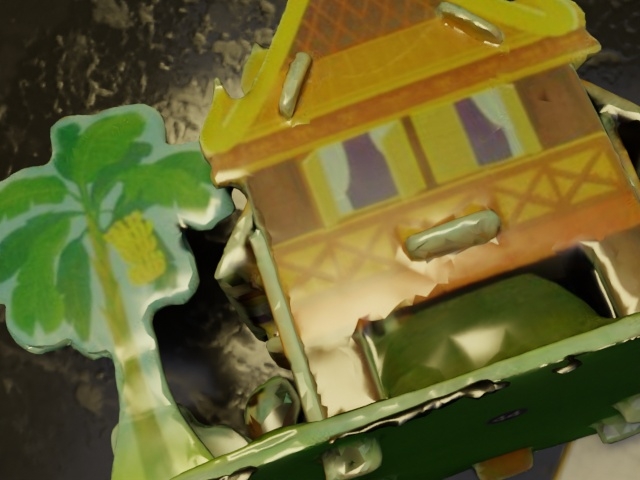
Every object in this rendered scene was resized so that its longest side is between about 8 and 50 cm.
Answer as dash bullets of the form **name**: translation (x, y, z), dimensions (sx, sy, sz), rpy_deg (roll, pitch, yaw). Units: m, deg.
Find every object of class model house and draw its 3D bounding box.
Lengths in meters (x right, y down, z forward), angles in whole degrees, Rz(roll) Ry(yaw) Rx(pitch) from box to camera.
- **model house**: translation (0.000, 0.000, 0.612), dimensions (0.357, 0.242, 0.313), rpy_deg (-21, 65, 2)
